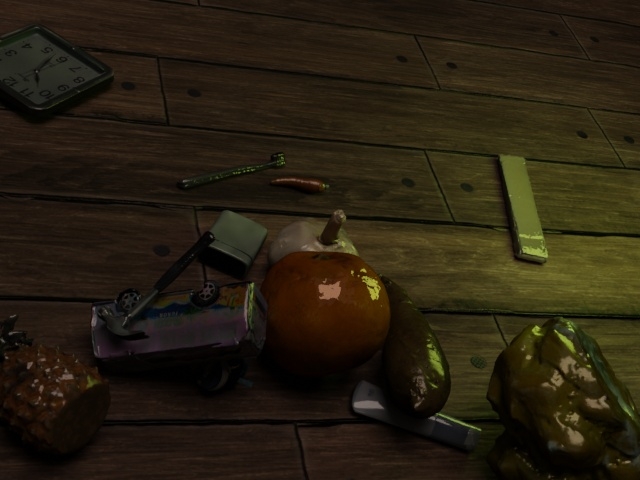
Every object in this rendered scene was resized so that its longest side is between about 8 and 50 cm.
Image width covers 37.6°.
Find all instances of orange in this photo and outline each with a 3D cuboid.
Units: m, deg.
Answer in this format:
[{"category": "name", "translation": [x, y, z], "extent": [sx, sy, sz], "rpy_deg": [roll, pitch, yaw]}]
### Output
[{"category": "orange", "translation": [0.006, 0.139, 1.789], "extent": [0.261, 0.261, 0.261], "rpy_deg": [12, 42, -11]}]

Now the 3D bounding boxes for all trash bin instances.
[{"category": "trash bin", "translation": [-0.186, 0.007, 2.001], "extent": [0.116, 0.059, 0.130], "rpy_deg": [25, 40, 1]}]

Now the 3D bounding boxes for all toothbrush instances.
[{"category": "toothbrush", "translation": [-0.204, -0.164, 2.201], "extent": [0.297, 0.030, 0.030], "rpy_deg": [-18, 28, -34]}]

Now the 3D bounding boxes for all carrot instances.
[{"category": "carrot", "translation": [-0.049, -0.134, 2.231], "extent": [0.142, 0.035, 0.035], "rpy_deg": [7, 43, -6]}]

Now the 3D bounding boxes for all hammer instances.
[{"category": "hammer", "translation": [-0.274, 0.078, 1.657], "extent": [0.246, 0.029, 0.103], "rpy_deg": [-44, 58, -10]}]

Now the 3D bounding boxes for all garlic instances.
[{"category": "garlic", "translation": [0.000, 0.000, 1.962], "extent": [0.199, 0.226, 0.199], "rpy_deg": [11, 48, -12]}]

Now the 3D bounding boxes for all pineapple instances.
[{"category": "pineapple", "translation": [-0.519, 0.219, 1.583], "extent": [0.341, 0.169, 0.169], "rpy_deg": [27, 40, 23]}]

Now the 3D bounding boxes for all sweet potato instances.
[{"category": "sweet potato", "translation": [0.176, 0.210, 1.853], "extent": [0.131, 0.130, 0.422], "rpy_deg": [12, 29, -11]}]

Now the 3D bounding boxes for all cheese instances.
[{"category": "cheese", "translation": [0.515, -0.091, 2.416], "extent": [0.085, 0.034, 0.400], "rpy_deg": [13, 41, -9]}]

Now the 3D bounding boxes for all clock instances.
[{"category": "clock", "translation": [-0.676, -0.406, 2.247], "extent": [0.273, 0.049, 0.279], "rpy_deg": [33, 42, 15]}]

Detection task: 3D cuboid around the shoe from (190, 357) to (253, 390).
[{"category": "shoe", "translation": [-0.199, 0.200, 1.779], "extent": [0.106, 0.091, 0.207], "rpy_deg": [12, 34, -41]}]

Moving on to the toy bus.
[{"category": "toy bus", "translation": [-0.257, 0.157, 1.684], "extent": [0.317, 0.112, 0.137], "rpy_deg": [-10, 55, 14]}]

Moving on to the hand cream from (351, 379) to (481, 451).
[{"category": "hand cream", "translation": [0.183, 0.338, 1.810], "extent": [0.255, 0.048, 0.079], "rpy_deg": [20, 36, 2]}]

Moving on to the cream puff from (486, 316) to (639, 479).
[{"category": "cream puff", "translation": [0.430, 0.337, 1.737], "extent": [0.378, 0.276, 0.378], "rpy_deg": [48, 21, -26]}]
